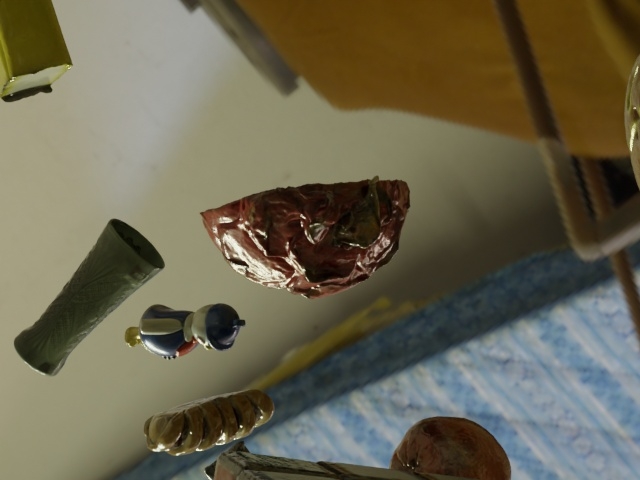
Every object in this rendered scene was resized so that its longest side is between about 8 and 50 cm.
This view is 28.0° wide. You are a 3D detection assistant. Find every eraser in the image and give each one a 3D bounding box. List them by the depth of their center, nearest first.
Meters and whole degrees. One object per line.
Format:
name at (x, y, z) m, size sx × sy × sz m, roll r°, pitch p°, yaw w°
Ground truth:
eraser at (-0.329, -0.264, 1.325) m, size 0.226 × 0.069 × 0.158 m, roll 72°, pitch 162°, yaw -4°

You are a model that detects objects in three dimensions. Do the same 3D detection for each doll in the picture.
doll at (-0.131, 0.088, 1.280) m, size 0.098 × 0.143 × 0.058 m, roll 13°, pitch -108°, yaw -53°

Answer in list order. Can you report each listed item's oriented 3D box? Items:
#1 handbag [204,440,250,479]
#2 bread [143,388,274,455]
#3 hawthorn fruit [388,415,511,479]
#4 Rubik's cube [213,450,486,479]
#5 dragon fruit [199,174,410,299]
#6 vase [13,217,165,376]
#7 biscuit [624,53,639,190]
handbag at (-0.097, 0.369, 1.817) m, size 0.139 × 0.072 × 0.115 m, roll 49°, pitch 162°, yaw 29°
bread at (-0.191, 0.306, 2.150) m, size 0.134 × 0.225 × 0.081 m, roll -15°, pitch 89°, yaw 53°
hawthorn fruit at (0.189, 0.333, 1.833) m, size 0.173 × 0.173 × 0.173 m, roll 51°, pitch 179°, yaw 1°
Rubik's cube at (0.060, 0.361, 1.094) m, size 0.301 × 0.304 × 0.305 m, roll 9°, pitch 179°, yaw -18°
dragon fruit at (0.000, 0.000, 1.817) m, size 0.205 × 0.316 × 0.152 m, roll 139°, pitch 122°, yaw -78°
vase at (-0.313, 0.081, 1.711) m, size 0.096 × 0.219 × 0.096 m, roll 42°, pitch -171°, yaw -8°
biscuit at (0.523, -0.117, 1.780) m, size 0.394 × 0.070 × 0.351 m, roll 151°, pitch 107°, yaw -80°
